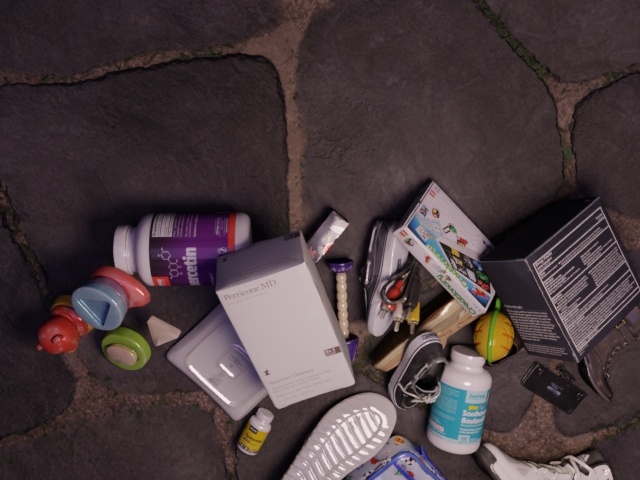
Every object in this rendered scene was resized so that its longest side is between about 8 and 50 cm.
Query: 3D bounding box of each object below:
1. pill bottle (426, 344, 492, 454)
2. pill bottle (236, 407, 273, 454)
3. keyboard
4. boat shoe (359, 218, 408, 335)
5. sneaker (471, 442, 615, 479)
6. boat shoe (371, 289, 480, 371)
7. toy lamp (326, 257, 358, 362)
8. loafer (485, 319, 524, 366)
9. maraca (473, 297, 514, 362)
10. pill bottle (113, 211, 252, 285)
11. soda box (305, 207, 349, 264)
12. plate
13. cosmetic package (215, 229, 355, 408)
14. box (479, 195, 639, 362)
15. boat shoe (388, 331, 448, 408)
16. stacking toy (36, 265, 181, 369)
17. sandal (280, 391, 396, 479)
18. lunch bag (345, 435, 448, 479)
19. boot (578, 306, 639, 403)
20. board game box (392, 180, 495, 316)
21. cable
[{"bbox_3d":[0.373,0.419,1.696,0.146,0.146,0.264,7,100,-5],"label":"pill bottle"},{"bbox_3d":[-0.174,0.516,1.723,0.065,0.065,0.116,27,97,-8],"label":"pill bottle"},{"bbox_3d":[0.660,0.402,1.774,0.180,0.023,0.108,32,103,-9],"label":"keyboard"},{"bbox_3d":[0.151,0.093,1.650,0.102,0.108,0.302,15,100,37],"label":"boat shoe"},{"bbox_3d":[0.634,0.636,1.765,0.447,0.169,0.257,42,87,-17],"label":"sneaker"},{"bbox_3d":[0.289,0.247,1.673,0.341,0.121,0.110,-38,100,2],"label":"boat shoe"},{"bbox_3d":[0.059,0.188,1.671,0.080,0.080,0.275,-4,101,-3],"label":"toy lamp"},{"bbox_3d":[0.525,0.271,1.713,0.220,0.078,0.080,-44,100,5],"label":"loafer"},{"bbox_3d":[0.452,0.232,1.647,0.099,0.186,0.127,9,132,20],"label":"maraca"},{"bbox_3d":[-0.331,0.021,1.565,0.322,0.181,0.182,-1,100,-3],"label":"pill bottle"},{"bbox_3d":[0.000,0.000,1.646,0.060,0.053,0.169,38,96,-9],"label":"soda box"},{"bbox_3d":[-0.225,0.317,1.682,0.278,0.045,0.277,-42,101,10],"label":"plate"},{"bbox_3d":[-0.077,0.189,1.495,0.217,0.156,0.385,-20,123,6],"label":"cosmetic package"},{"bbox_3d":[0.607,0.091,1.590,0.296,0.182,0.294,-34,102,-22],"label":"box"},{"bbox_3d":[0.259,0.366,1.632,0.113,0.105,0.306,-4,136,-22],"label":"boat shoe"},{"bbox_3d":[-0.528,0.230,1.557,0.279,0.130,0.309,45,125,-15],"label":"stacking toy"},{"bbox_3d":[0.028,0.571,1.730,0.416,0.102,0.169,-42,86,-9],"label":"sandal"},{"bbox_3d":[0.228,0.688,1.738,0.243,0.115,0.303,-40,110,6],"label":"lunch bag"},{"bbox_3d":[0.804,0.289,1.727,0.229,0.091,0.263,-31,98,3],"label":"boot"},{"bbox_3d":[0.337,0.019,1.613,0.305,0.053,0.193,46,53,-9],"label":"board game box"},{"bbox_3d":[0.223,0.088,1.623,0.139,0.072,0.287,28,64,-20],"label":"cable"}]
